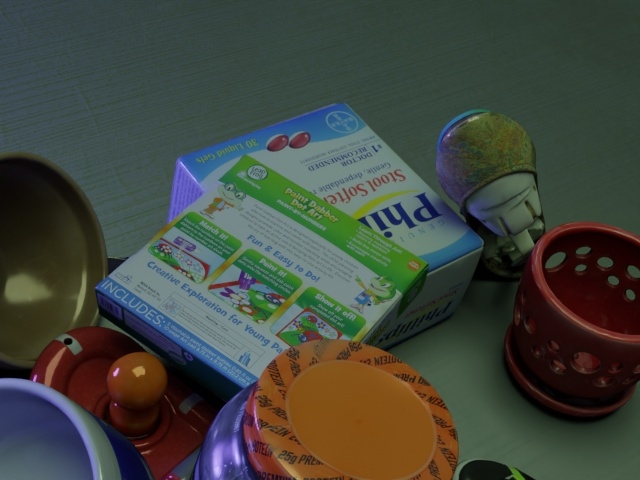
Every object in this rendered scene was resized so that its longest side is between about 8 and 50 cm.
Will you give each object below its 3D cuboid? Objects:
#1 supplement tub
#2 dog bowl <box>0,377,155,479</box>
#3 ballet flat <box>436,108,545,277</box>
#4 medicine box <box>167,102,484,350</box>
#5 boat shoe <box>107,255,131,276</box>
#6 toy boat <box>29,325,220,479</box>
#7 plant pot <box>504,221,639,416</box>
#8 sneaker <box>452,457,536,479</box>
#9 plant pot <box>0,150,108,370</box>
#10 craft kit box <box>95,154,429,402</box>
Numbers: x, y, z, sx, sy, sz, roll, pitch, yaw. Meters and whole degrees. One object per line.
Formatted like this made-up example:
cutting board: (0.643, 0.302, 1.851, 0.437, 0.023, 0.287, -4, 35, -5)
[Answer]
supplement tub: (-0.021, 0.253, 0.884, 0.207, 0.338, 0.207, 13, 41, -11)
dog bowl: (-0.270, 0.259, 0.894, 0.264, 0.104, 0.265, -11, 59, 19)
ballet flat: (0.223, -0.041, 1.281, 0.123, 0.348, 0.123, -5, 68, 13)
medicine box: (0.000, 0.000, 1.285, 0.263, 0.149, 0.289, -23, 56, -32)
boat shoe: (-0.214, 0.039, 1.257, 0.152, 0.049, 0.056, 12, 45, -3)
toy boat: (-0.191, 0.167, 1.064, 0.231, 0.151, 0.151, 36, 47, 19)
plant pot: (0.316, 0.100, 1.255, 0.191, 0.174, 0.191, 8, 45, -8)
sneaker: (0.253, 0.285, 1.110, 0.234, 0.097, 0.084, 27, 45, 11)
plant pot: (-0.352, 0.028, 1.152, 0.109, 0.237, 0.237, -10, 34, 31)
craft kit box: (-0.057, 0.049, 1.087, 0.249, 0.061, 0.246, 32, 56, 19)
